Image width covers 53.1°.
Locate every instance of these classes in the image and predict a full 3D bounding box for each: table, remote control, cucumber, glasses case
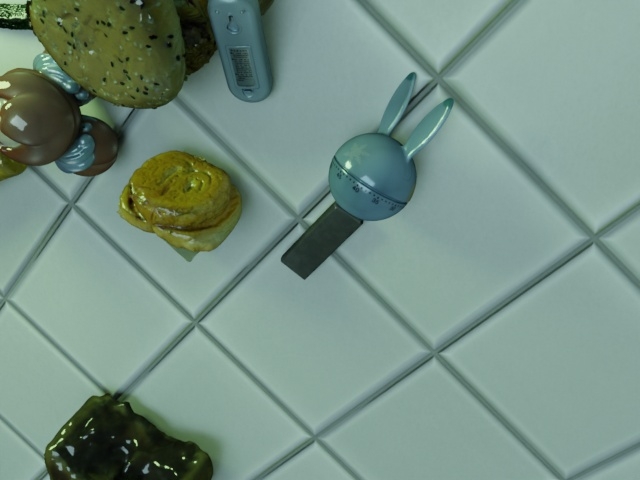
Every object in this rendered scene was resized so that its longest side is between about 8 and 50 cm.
[{"bbox_3d":[-0.275,-0.012,1.369,0.079,0.083,0.062,42,119,-1],"label":"table"},{"bbox_3d":[-0.139,-0.339,1.133,0.087,0.047,0.244,5,146,10],"label":"remote control"},{"bbox_3d":[-0.633,-0.462,1.314,0.187,0.058,0.058,8,115,17],"label":"cucumber"},{"bbox_3d":[0.001,-0.001,1.300,0.072,0.042,0.190,40,120,-9],"label":"glasses case"}]

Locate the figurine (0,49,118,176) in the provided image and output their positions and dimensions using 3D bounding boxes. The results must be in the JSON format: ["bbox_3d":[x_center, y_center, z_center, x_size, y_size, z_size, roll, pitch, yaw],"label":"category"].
[{"bbox_3d":[-0.628,-0.239,1.275,0.388,0.248,0.277,-1,116,7],"label":"figurine"}]

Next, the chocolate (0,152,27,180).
[{"bbox_3d":[-0.879,-0.162,1.499,0.445,0.162,0.162,-9,109,18],"label":"chocolate"}]

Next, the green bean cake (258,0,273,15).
[{"bbox_3d":[-0.113,-0.474,1.105,0.109,0.085,0.179,41,121,-3],"label":"green bean cake"}]

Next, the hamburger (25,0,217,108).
[{"bbox_3d":[-0.333,-0.382,1.137,0.318,0.195,0.277,-17,120,44],"label":"hamburger"}]

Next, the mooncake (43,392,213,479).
[{"bbox_3d":[-0.480,0.578,1.612,0.393,0.246,0.394,-26,102,36],"label":"mooncake"}]

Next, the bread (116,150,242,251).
[{"bbox_3d":[-0.275,-0.081,1.275,0.236,0.198,0.120,23,137,8],"label":"bread"}]

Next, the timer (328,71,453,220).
[{"bbox_3d":[0.129,-0.147,1.149,0.255,0.175,0.175,-42,95,0],"label":"timer"}]
